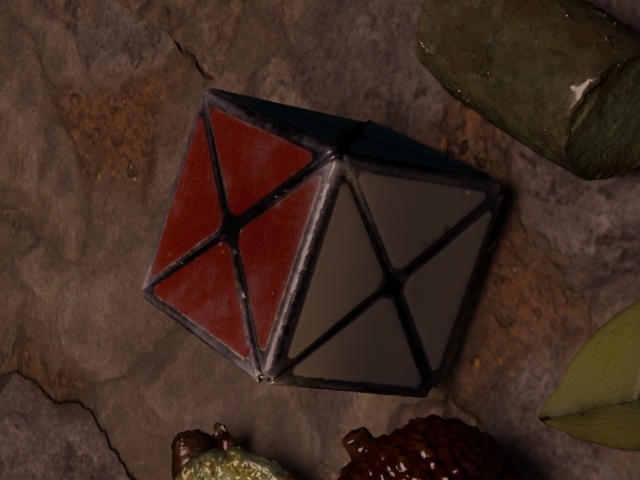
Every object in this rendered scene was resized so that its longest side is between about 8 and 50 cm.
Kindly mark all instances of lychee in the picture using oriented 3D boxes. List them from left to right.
[{"bbox_3d":[0.109,0.302,1.565,0.236,0.236,0.271,-34,81,36],"label":"lychee"}]

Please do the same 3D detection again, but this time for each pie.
[{"bbox_3d":[-0.101,0.373,1.839,0.257,0.105,0.274,21,100,34],"label":"pie"}]

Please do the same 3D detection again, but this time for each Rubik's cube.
[{"bbox_3d":[0.000,0.000,1.667,0.259,0.260,0.254,30,105,45],"label":"Rubik's cube"}]

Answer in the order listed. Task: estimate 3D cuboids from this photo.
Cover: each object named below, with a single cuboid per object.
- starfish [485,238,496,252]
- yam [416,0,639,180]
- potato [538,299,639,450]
[{"bbox_3d":[0.152,0.010,1.697,0.092,0.016,0.086,-1,87,41],"label":"starfish"},{"bbox_3d":[0.219,-0.176,1.555,0.268,0.161,0.161,38,111,38],"label":"yam"},{"bbox_3d":[0.300,0.132,1.520,0.149,0.081,0.120,-24,37,57],"label":"potato"}]
